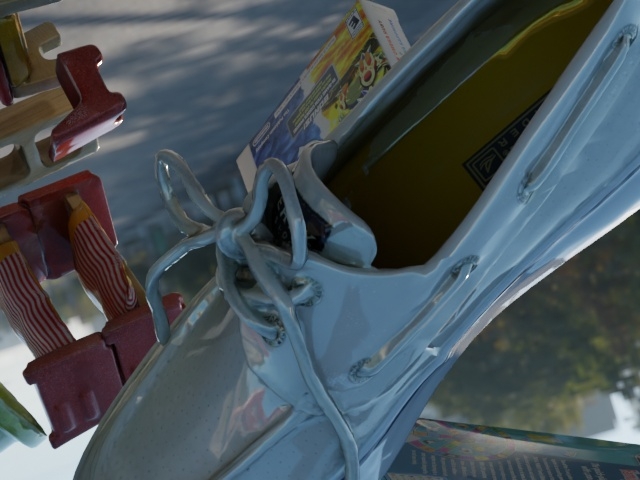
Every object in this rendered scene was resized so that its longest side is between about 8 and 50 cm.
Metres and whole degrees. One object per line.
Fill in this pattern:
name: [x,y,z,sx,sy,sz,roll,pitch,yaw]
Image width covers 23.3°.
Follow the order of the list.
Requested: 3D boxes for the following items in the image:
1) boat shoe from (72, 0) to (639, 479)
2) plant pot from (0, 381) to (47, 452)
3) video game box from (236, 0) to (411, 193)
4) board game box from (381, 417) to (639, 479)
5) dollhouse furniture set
boat shoe: [0.005,0.005,0.642,0.367,0.136,0.156,-42,143,8]
plant pot: [-0.324,0.094,0.777,0.254,0.276,0.276,-46,-173,-10]
video game box: [0.019,-0.069,1.319,0.048,0.187,0.205,13,129,-38]
board game box: [0.105,0.183,1.015,0.336,0.079,0.254,7,-175,3]
dollhouse furniture set: [-0.236,-0.029,1.315,0.152,0.201,0.374,-26,140,-16]
